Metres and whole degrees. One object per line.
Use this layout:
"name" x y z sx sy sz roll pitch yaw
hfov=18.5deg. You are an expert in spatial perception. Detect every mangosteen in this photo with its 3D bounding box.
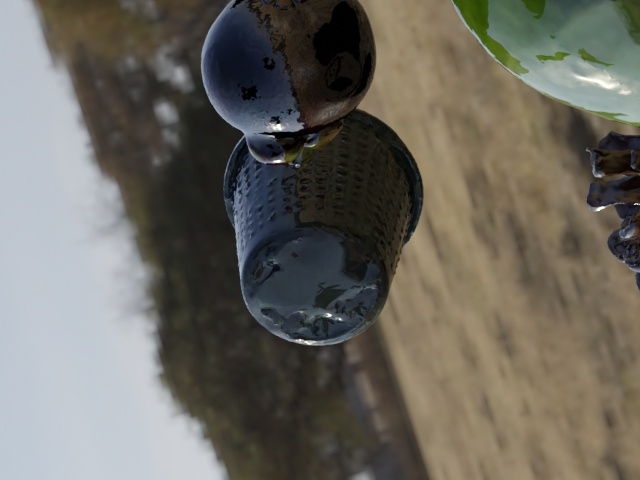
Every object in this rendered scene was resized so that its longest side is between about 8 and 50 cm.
"mangosteen" -0.022 -0.121 1.483 0.137 0.137 0.151 -108 10 -57

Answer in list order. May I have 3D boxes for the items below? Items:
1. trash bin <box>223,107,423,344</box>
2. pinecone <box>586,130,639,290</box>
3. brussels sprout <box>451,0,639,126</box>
"trash bin" 0.000 0.000 1.637 0.161 0.175 0.175 -86 -18 -56
"pinecone" 0.376 -0.059 1.690 0.242 0.296 0.298 94 171 -70
"brussels sprout" 0.224 -0.269 1.378 0.276 0.314 0.371 116 169 -82
